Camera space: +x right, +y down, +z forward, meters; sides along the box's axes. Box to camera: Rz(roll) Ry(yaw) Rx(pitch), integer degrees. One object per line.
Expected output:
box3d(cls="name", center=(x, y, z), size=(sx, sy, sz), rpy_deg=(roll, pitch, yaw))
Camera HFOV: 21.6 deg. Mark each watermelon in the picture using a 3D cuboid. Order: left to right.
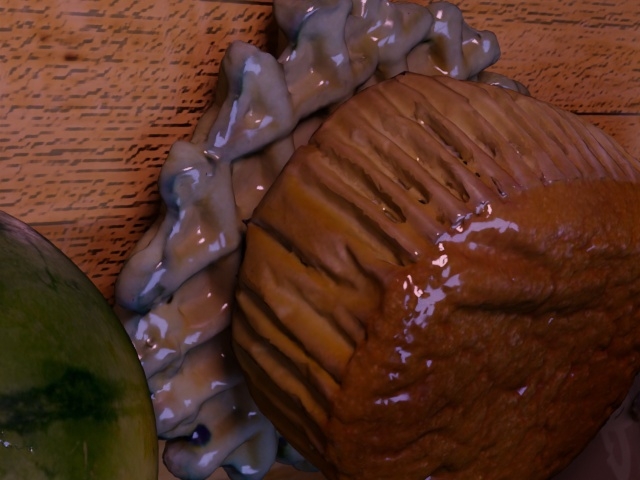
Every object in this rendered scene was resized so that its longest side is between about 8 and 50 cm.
box3d(cls="watermelon", center=(-0.183, 0.097, 0.695), size=(0.242, 0.242, 0.242), rpy_deg=(-27, 133, -32))

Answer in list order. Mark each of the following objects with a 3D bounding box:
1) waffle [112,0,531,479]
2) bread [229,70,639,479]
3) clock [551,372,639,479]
box3d(cls="waffle", center=(0.000, 0.000, 0.968), size=(0.292, 0.056, 0.309), rpy_deg=(13, 106, -50))
box3d(cls="bread", center=(0.078, 0.030, 0.917), size=(0.253, 0.142, 0.227), rpy_deg=(6, 117, -52))
box3d(cls="clock", center=(0.202, 0.101, 1.036), size=(0.076, 0.386, 0.386), rpy_deg=(27, 97, -12))
